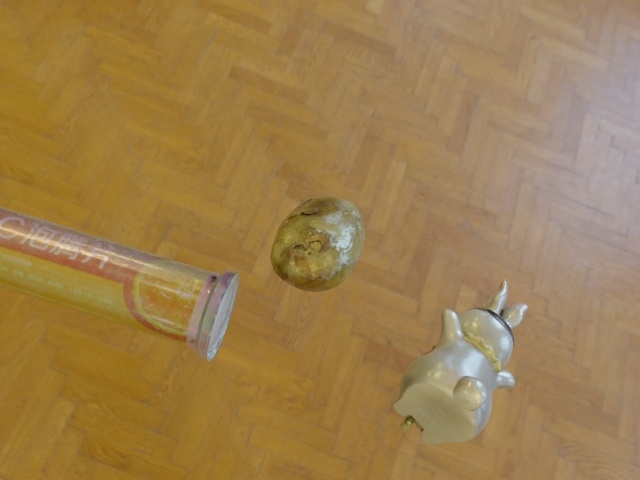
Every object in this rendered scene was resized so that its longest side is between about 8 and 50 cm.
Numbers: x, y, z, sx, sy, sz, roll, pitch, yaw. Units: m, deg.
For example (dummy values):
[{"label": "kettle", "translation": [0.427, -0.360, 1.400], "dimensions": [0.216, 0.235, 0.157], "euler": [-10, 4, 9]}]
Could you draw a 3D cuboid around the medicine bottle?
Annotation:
[{"label": "medicine bottle", "translation": [-0.315, 0.029, 0.724], "dimensions": [0.425, 0.108, 0.108], "euler": [16, 65, 1]}]

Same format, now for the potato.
[{"label": "potato", "translation": [0.000, 0.000, 0.755], "dimensions": [0.107, 0.080, 0.170], "euler": [27, 30, 9]}]

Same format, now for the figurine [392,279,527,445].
[{"label": "figurine", "translation": [0.112, 0.095, 0.522], "dimensions": [0.081, 0.098, 0.146], "euler": [62, 39, -17]}]
